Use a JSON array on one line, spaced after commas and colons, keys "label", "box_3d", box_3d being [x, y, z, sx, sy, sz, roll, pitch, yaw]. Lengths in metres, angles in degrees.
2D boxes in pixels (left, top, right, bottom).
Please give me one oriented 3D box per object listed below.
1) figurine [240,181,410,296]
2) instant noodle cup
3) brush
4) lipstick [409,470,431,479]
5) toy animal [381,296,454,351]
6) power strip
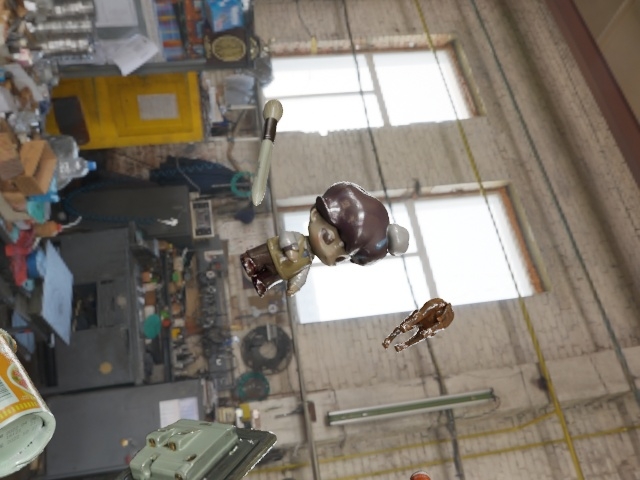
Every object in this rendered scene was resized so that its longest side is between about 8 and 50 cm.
[{"label": "figurine", "box_3d": [0.000, 0.006, 1.361, 0.218, 0.365, 0.206, 63, -12, -17]}, {"label": "instant noodle cup", "box_3d": [-0.487, 0.239, 0.847, 0.185, 0.168, 0.168, 35, -36, 25]}, {"label": "brush", "box_3d": [-0.093, -0.157, 1.011, 0.299, 0.039, 0.042, -87, -159, -44]}, {"label": "lipstick", "box_3d": [0.192, 0.469, 1.022, 0.131, 0.038, 0.038, -106, -166, -64]}, {"label": "toy animal", "box_3d": [0.209, 0.177, 1.220, 0.066, 0.229, 0.224, 53, -45, 9]}, {"label": "power strip", "box_3d": [-0.255, 0.415, 1.128, 0.251, 0.256, 0.092, -20, 104, -60]}]
